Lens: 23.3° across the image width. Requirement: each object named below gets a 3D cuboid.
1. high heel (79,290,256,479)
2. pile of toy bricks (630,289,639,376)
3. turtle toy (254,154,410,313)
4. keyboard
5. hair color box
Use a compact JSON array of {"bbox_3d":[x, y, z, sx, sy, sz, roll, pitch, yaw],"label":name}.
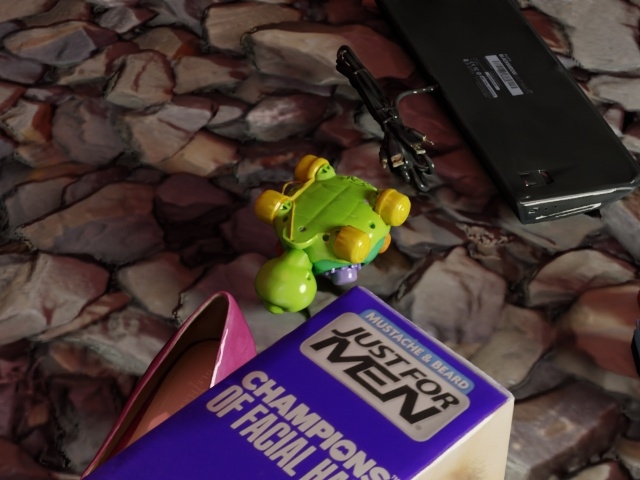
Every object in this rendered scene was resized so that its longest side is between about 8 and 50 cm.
[{"bbox_3d":[-0.113,0.139,0.931,0.082,0.117,0.244,25,49,24],"label":"high heel"},{"bbox_3d":[0.277,0.064,1.021,0.118,0.105,0.212,-2,43,-3],"label":"pile of toy bricks"},{"bbox_3d":[0.000,0.000,1.116,0.095,0.066,0.130,26,49,27],"label":"turtle toy"},{"bbox_3d":[0.113,-0.121,1.272,0.201,0.033,0.317,-8,43,-18],"label":"keyboard"},{"bbox_3d":[-0.067,0.188,0.684,0.110,0.185,0.339,34,53,30],"label":"hair color box"}]
